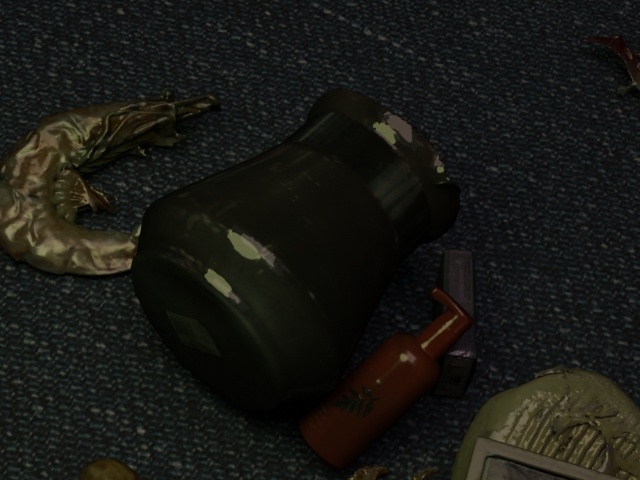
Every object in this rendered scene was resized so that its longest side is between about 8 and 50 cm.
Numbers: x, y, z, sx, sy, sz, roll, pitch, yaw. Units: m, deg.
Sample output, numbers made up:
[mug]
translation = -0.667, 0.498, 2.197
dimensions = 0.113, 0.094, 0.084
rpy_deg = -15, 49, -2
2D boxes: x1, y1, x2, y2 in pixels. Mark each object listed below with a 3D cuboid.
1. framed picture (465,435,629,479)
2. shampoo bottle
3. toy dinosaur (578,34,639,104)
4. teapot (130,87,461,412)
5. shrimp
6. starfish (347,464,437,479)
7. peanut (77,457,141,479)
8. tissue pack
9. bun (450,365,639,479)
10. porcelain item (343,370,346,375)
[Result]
[framed picture]
translation = 0.240, 0.388, 1.608
dimensions = 0.240, 0.020, 0.324
rpy_deg = 18, 65, 4
[shampoo bottle]
translation = 0.083, 0.165, 1.798
dimensions = 0.244, 0.085, 0.085
rpy_deg = -46, 67, 10
[toy dinosaur]
translation = 0.475, -0.245, 2.197
dimensions = 0.220, 0.032, 0.108
rpy_deg = 26, 55, 0
[teapot]
translation = -0.044, -0.002, 1.858
dimensions = 0.361, 0.306, 0.376
rpy_deg = -42, 32, -28
[shrimp]
translation = -0.270, -0.084, 2.004
dimensions = 0.360, 0.085, 0.247
rpy_deg = -33, 75, -19
[starfish]
translation = 0.013, 0.353, 1.738
dimensions = 0.293, 0.084, 0.301
rpy_deg = -31, 47, -15
[peanut]
translation = -0.215, 0.335, 1.728
dimensions = 0.089, 0.089, 0.193
rpy_deg = -29, 67, -21
[tissue pack]
translation = 0.167, 0.105, 1.894
dimensions = 0.051, 0.112, 0.156
rpy_deg = 4, 57, -2
[bun]
translation = 0.283, 0.285, 1.763
dimensions = 0.272, 0.168, 0.273
rpy_deg = 3, 69, -8
[porcelain item]
translation = 0.017, 0.107, 1.935
dimensions = 0.075, 0.021, 0.136
rpy_deg = 17, 57, 11
